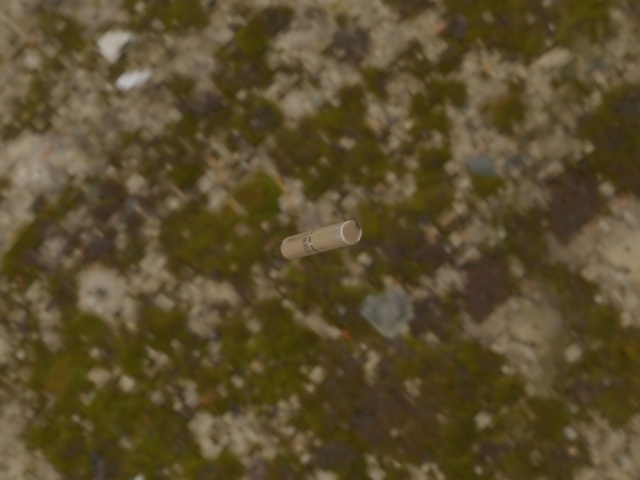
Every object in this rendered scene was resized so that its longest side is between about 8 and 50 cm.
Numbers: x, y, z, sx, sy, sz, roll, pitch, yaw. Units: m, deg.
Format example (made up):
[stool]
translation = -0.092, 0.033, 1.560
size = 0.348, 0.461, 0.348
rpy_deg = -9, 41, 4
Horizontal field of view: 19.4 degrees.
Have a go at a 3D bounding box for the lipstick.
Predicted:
[lipstick]
translation = 0.000, 0.000, 1.375
size = 0.094, 0.019, 0.019
rpy_deg = -16, 50, 60
